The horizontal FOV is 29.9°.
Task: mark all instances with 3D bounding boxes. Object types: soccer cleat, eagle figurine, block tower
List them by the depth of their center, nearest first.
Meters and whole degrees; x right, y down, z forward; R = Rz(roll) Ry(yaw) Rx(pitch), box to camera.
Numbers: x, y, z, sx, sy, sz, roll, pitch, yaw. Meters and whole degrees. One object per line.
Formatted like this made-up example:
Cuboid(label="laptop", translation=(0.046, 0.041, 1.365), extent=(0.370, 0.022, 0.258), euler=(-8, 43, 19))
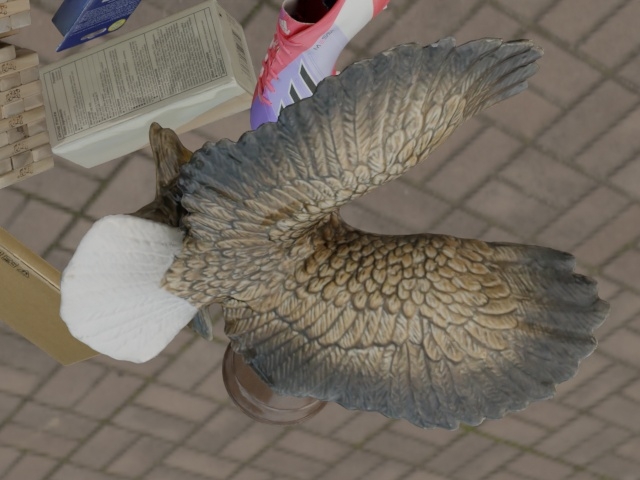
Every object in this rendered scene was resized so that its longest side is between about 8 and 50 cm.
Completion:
Cuboid(label="eagle figurine", translation=(0.004, -0.010, 0.764), extent=(0.298, 0.225, 0.226), euler=(6, 170, 40))
Cuboid(label="soccer cleat", translation=(-0.016, -0.177, 1.079), extent=(0.095, 0.083, 0.248), euler=(-7, 147, -41))
Cuboid(label="block tower", translation=(-0.393, -0.233, 1.393), extent=(0.091, 0.097, 0.335), euler=(-29, 128, -40))

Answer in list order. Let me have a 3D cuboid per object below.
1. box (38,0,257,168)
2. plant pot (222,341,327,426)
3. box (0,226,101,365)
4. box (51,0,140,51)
Cuboid(label="box", translation=(-0.264, -0.234, 1.829), extent=(0.311, 0.148, 0.121), euler=(-18, 165, 14))
Cuboid(label="plant pot", translation=(-0.044, 0.155, 1.665), extent=(0.167, 0.167, 0.165), euler=(3, 154, -12))
Cuboid(label="box", translation=(-0.312, 0.058, 1.271), extent=(0.201, 0.021, 0.164), euler=(40, 147, -21))
Cuboid(label="box", translation=(-0.265, -0.337, 1.565), extent=(0.036, 0.136, 0.225), euler=(51, 133, 3))
